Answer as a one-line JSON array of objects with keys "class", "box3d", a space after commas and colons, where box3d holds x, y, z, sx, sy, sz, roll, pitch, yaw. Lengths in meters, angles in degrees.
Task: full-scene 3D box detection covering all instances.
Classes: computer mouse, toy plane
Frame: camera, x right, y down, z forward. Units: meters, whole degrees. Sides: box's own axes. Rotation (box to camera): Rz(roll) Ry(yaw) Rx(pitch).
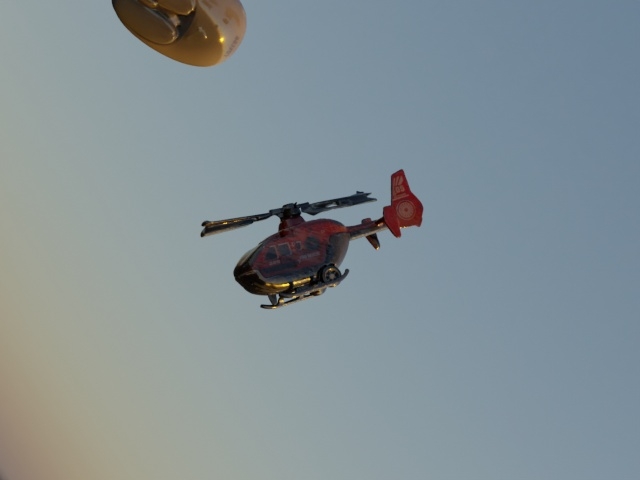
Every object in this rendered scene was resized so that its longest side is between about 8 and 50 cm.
[{"class": "computer mouse", "box3d": [-0.096, -0.155, 1.185, 0.096, 0.066, 0.039, 28, 22, -22]}, {"class": "toy plane", "box3d": [0.000, 0.000, 1.034, 0.037, 0.145, 0.060, -33, -104, 65]}]
